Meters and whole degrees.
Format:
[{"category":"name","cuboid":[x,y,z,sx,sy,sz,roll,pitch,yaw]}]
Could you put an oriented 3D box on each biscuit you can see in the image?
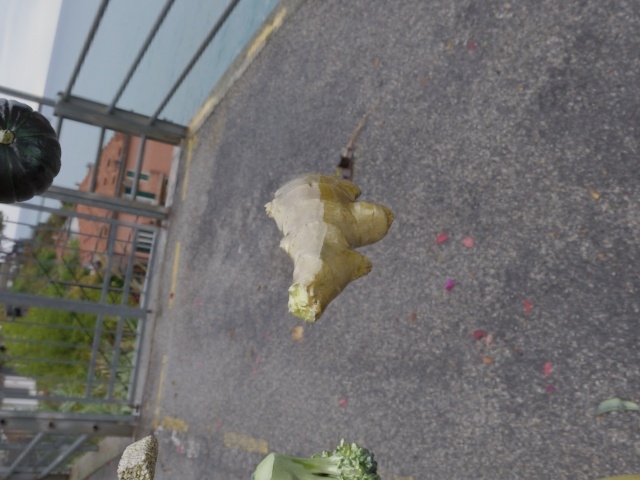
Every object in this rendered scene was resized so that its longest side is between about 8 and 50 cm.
[{"category":"biscuit","cuboid":[-0.405,0.497,1.351,0.168,0.082,0.070,-166,60,-78]}]

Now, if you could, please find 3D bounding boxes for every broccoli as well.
[{"category":"broccoli","cuboid":[-0.024,0.496,1.164,0.263,0.243,0.247,-61,22,-14]}]

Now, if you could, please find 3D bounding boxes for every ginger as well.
[{"category":"ginger","cuboid":[0.023,0.005,1.162,0.166,0.236,0.375,123,146,-45]}]

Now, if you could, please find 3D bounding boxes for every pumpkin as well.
[{"category":"pumpkin","cuboid":[-0.566,-0.159,1.074,0.150,0.194,0.194,-51,38,43]}]

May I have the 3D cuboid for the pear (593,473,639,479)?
[{"category":"pear","cuboid":[0.415,0.450,0.756,0.309,0.309,0.309,-33,52,55]}]
